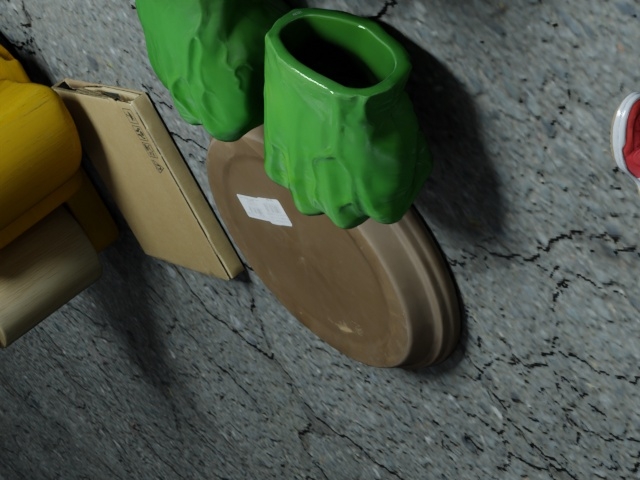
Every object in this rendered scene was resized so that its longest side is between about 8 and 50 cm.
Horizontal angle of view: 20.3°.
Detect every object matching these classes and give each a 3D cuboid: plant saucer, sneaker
[{"bbox_3d":[0.000,0.000,1.438,0.278,0.041,0.278,41,156,23],"label":"plant saucer"},{"bbox_3d":[0.207,-0.031,1.005,0.067,0.042,0.118,30,158,47],"label":"sneaker"}]

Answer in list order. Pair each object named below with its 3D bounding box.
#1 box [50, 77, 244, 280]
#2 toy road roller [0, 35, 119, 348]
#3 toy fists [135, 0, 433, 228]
[{"bbox_3d":[-0.164,-0.058,1.670,0.164,0.021,0.201,15,139,54],"label":"box"},{"bbox_3d":[-0.316,-0.046,1.724,0.240,0.202,0.329,18,141,55],"label":"toy road roller"},{"bbox_3d":[-0.030,-0.115,1.250,0.279,0.096,0.142,37,144,32],"label":"toy fists"}]
